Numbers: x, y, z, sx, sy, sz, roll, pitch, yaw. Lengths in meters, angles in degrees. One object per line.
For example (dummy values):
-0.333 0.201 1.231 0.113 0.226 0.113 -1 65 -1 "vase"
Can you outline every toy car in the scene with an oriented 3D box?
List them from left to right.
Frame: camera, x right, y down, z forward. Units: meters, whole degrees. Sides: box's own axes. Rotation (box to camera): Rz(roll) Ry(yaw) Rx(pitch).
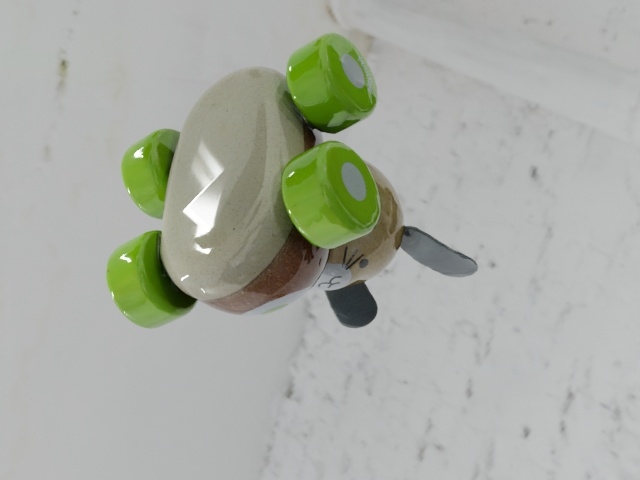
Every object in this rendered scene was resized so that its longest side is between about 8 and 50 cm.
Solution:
0.000 0.000 0.702 0.188 0.155 0.149 36 -139 -39 "toy car"
